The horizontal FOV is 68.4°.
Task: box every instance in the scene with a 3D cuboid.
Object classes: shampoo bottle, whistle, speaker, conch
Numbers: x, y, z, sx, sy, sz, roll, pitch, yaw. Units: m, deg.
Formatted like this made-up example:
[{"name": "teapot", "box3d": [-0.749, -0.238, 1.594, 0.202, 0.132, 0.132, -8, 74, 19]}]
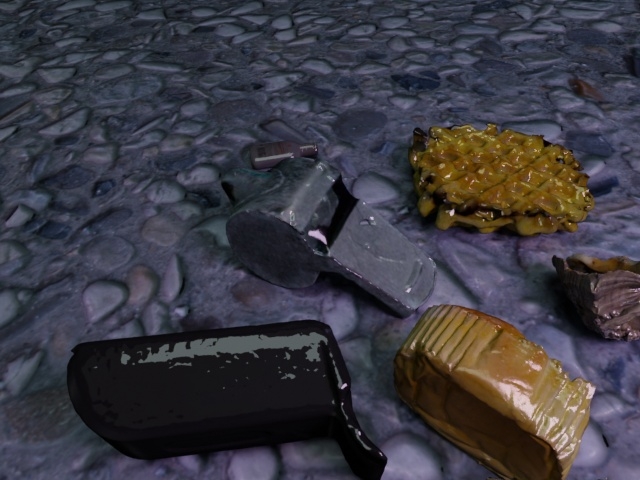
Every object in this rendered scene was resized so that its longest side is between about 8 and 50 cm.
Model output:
[{"name": "shampoo bottle", "box3d": [-0.089, -0.214, 1.149, 0.165, 0.040, 0.080, -9, 45, -7]}, {"name": "whistle", "box3d": [0.014, -0.015, 0.845, 0.404, 0.188, 0.168, 17, 49, 18]}, {"name": "speaker", "box3d": [-0.122, 0.232, 0.625, 0.388, 0.180, 0.184, -5, 51, -2]}, {"name": "conch", "box3d": [0.476, 0.072, 0.762, 0.163, 0.178, 0.245, -55, 22, 6]}]

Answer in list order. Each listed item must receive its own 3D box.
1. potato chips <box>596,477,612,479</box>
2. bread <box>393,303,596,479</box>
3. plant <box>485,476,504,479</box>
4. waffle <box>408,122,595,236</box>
[{"name": "potato chips", "box3d": [0.358, 0.369, 0.538, 0.228, 0.059, 0.167, 28, 61, 9]}, {"name": "bread", "box3d": [0.224, 0.197, 0.636, 0.250, 0.179, 0.133, 28, 49, 27]}, {"name": "plant", "box3d": [0.203, 0.342, 0.582, 0.116, 0.105, 0.122, 5, 2, -41]}, {"name": "waffle", "box3d": [0.379, -0.141, 1.019, 0.379, 0.095, 0.382, 4, 43, 6]}]
